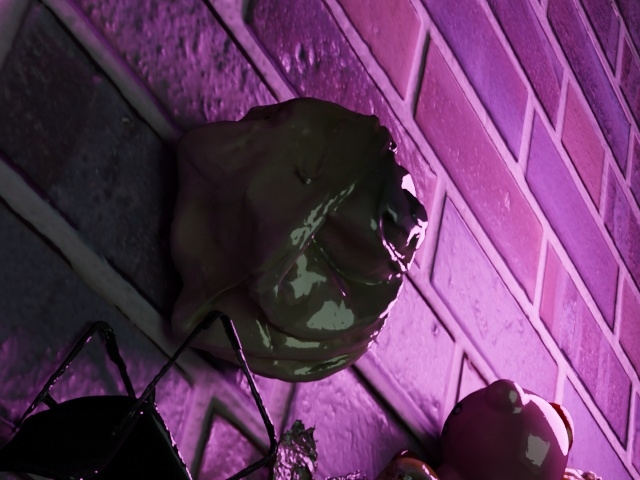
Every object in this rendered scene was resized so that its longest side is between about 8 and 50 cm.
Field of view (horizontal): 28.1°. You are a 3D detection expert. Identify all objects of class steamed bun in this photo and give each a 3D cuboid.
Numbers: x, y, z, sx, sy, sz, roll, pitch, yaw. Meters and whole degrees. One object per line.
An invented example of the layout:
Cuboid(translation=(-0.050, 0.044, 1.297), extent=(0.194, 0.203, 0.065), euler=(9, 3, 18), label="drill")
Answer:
Cuboid(translation=(0.000, 0.000, 1.252), extent=(0.268, 0.207, 0.280), euler=(18, 70, -59), label="steamed bun")

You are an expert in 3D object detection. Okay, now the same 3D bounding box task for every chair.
Cuboid(translation=(-0.159, 0.168, 1.001), extent=(0.221, 0.140, 0.145), euler=(-45, 121, -53), label="chair")

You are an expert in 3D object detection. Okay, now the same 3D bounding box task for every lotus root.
Cuboid(translation=(0.104, 0.327, 1.468), extent=(0.192, 0.088, 0.113), euler=(74, 33, -50), label="lotus root")

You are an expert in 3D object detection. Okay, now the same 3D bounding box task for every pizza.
Cuboid(translation=(0.372, 0.339, 1.720), extent=(0.176, 0.184, 0.036), euler=(16, 97, -33), label="pizza")

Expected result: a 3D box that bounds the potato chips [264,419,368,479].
Cuboid(translation=(-0.001, 0.297, 1.359), extent=(0.220, 0.029, 0.202), euler=(59, 40, -39), label="potato chips")

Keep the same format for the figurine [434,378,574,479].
Cuboid(translation=(0.233, 0.268, 1.644), extent=(0.173, 0.173, 0.173), euler=(22, 64, -57), label="figurine")

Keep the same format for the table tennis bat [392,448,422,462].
Cuboid(translation=(0.119, 0.328, 1.577), extent=(0.155, 0.019, 0.098), euler=(64, 34, -24), label="table tennis bat")
